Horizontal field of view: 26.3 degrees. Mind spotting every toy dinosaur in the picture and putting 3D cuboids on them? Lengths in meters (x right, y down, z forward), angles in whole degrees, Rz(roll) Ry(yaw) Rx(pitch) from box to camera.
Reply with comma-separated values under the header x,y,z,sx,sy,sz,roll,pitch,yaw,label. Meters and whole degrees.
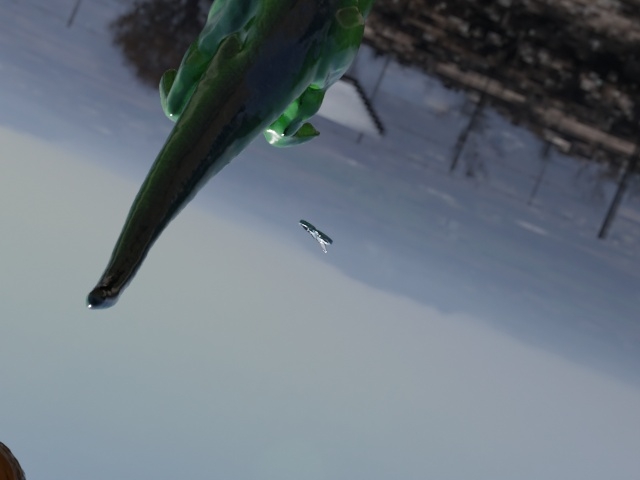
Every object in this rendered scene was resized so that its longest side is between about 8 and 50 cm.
x,y,z,sx,sy,sz,roll,pitch,yaw,label
-0.002,-0.176,1.019,0.144,0.374,0.500,32,-151,-8,toy dinosaur

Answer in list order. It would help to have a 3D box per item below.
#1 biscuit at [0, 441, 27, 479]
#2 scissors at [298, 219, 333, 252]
x,y,z,sx,sy,sz,roll,pitch,yaw,label
-0.216,0.176,0.738,0.170,0.170,0.050,23,171,-2,biscuit
0.000,0.000,1.246,0.036,0.006,0.083,33,173,15,scissors
